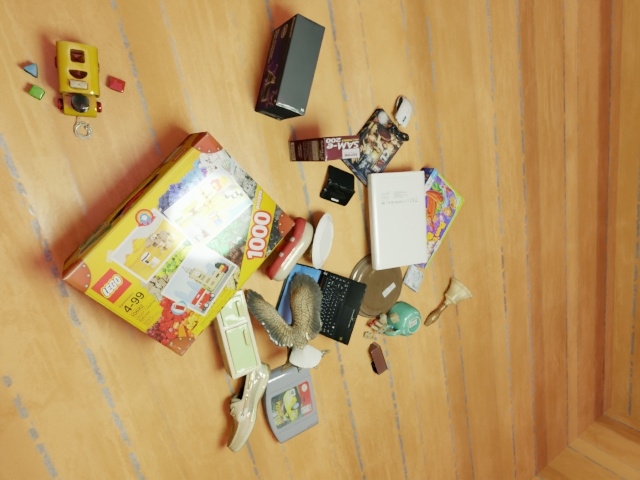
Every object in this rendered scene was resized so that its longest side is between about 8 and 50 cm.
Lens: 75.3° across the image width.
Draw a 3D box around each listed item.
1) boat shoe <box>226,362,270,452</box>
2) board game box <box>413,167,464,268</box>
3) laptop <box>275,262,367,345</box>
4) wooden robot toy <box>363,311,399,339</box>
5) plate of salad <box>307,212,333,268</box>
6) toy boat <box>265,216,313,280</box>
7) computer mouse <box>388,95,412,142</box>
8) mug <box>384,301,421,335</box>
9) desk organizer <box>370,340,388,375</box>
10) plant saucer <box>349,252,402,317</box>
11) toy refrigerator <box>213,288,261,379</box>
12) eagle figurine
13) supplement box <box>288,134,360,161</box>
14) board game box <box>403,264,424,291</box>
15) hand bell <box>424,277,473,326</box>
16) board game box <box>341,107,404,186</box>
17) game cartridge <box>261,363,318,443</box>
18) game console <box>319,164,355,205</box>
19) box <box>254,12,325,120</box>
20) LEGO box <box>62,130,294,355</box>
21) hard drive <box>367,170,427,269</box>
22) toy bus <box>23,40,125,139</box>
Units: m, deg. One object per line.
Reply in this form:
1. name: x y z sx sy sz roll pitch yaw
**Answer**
1. boat shoe: -0.267 0.562 1.420 0.098 0.109 0.302 24 80 -22
2. board game box: 0.428 -0.090 1.715 0.233 0.078 0.347 35 81 -31
3. laptop: -0.003 0.227 1.487 0.136 0.264 0.234 14 94 -69
4. wooden robot toy: 0.243 0.332 1.695 0.076 0.079 0.173 39 117 -13
5. plate of salad: 0.000 0.000 1.455 0.200 0.048 0.200 11 90 -72
6. toy boat: -0.129 0.015 1.387 0.151 0.151 0.231 35 80 -2
7. computer mouse: 0.311 -0.467 1.557 0.106 0.042 0.193 28 66 -35
8. mug: 0.352 0.346 1.737 0.129 0.097 0.158 29 88 -40
9. desk organizer: 0.236 0.495 1.739 0.050 0.047 0.130 -28 113 -21
10. plant saucer: 0.232 0.184 1.678 0.277 0.041 0.278 -7 103 -31
11. toy refrigerator: -0.278 0.296 1.341 0.102 0.094 0.270 -16 99 -27
12. eagle figurine: -0.102 0.279 1.382 0.226 0.225 0.298 -24 102 -67
13. supplement box: 0.007 -0.293 1.327 0.130 0.239 0.073 -12 106 -29
14. board game box: 0.398 0.161 1.773 0.090 0.020 0.090 38 69 -34
15. hand bell: 0.557 0.296 1.875 0.242 0.126 0.126 -44 119 -1
16. board game box: 0.199 -0.344 1.548 0.165 0.042 0.243 42 78 -30
17. game cartridge: -0.117 0.603 1.548 0.196 0.060 0.294 -17 108 -23
18. game console: 0.062 -0.198 1.515 0.122 0.071 0.107 16 121 -32
19. box: -0.097 -0.512 1.255 0.103 0.184 0.261 12 93 -32
20. LEGO box: -0.382 0.003 1.183 0.500 0.193 0.372 -51 120 -12
21. hard drive: 0.295 -0.079 1.573 0.233 0.047 0.353 -7 97 -22
22. toy bus: -0.599 -0.385 1.027 0.191 0.104 0.202 -50 119 -13
